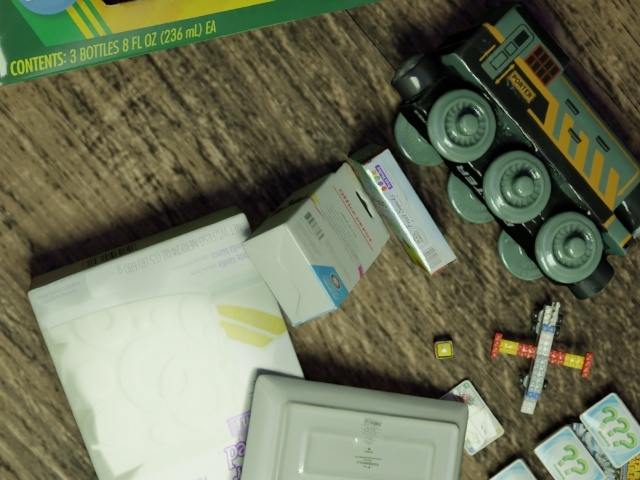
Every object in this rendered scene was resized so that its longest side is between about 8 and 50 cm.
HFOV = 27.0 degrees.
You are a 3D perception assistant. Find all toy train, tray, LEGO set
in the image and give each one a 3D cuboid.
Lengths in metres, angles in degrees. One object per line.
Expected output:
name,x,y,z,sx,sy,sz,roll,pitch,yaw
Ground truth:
toy train,0.227,-0.096,1.434,0.190,0.142,0.334,-45,102,-12
tray,0.046,0.229,1.409,0.270,0.030,0.145,11,83,-29
LEGO set,0.234,0.186,1.489,0.182,0.060,0.244,-35,93,3

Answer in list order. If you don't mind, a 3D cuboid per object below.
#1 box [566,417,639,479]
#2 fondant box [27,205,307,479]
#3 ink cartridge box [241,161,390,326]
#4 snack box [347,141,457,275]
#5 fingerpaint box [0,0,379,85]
box,0.325,0.278,1.542,0.094,0.027,0.137,6,96,-8
fondant box,-0.140,0.157,1.418,0.238,0.096,0.330,-21,101,-7
ink cartridge box,0.000,0.000,1.410,0.061,0.181,0.104,-25,102,31
snack box,0.086,-0.035,1.429,0.037,0.100,0.141,-33,101,-3
fingerpaint box,-0.127,-0.374,1.183,0.445,0.163,0.371,-17,124,-30
